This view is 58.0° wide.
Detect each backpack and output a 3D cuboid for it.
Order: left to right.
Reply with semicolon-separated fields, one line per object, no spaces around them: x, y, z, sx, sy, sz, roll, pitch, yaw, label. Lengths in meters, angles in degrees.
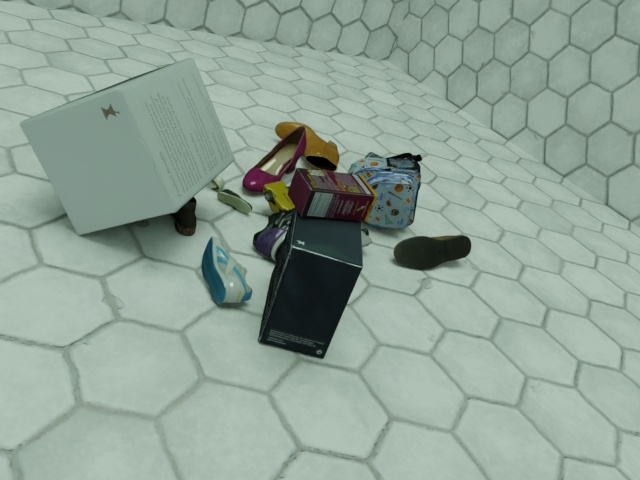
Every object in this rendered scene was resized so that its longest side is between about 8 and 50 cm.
0.214;-0.168;2.049;0.263;0.276;0.213;8;28;5;backpack

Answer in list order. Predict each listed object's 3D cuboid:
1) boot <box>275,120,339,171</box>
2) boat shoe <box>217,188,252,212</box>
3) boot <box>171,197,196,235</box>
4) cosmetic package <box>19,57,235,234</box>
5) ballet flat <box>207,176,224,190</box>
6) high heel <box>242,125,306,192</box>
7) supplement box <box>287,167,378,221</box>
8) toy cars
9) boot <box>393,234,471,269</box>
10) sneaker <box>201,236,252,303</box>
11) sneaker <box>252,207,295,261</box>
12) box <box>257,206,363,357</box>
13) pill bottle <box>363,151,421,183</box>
-0.058;-0.386;2.371;0.295;0.104;0.211;20;30;-7;boot
-0.274;-0.131;1.886;0.133;0.049;0.042;26;39;20;boat shoe
-0.415;-0.118;1.726;0.082;0.106;0.219;-4;38;-35;boot
-0.500;-0.266;1.582;0.327;0.329;0.393;-11;22;22;cosmetic package
-0.404;-0.214;1.942;0.168;0.057;0.052;20;40;1;ballet flat
-0.165;-0.301;2.091;0.127;0.181;0.377;24;30;8;high heel
0.029;-0.111;1.410;0.188;0.080;0.104;3;35;-28;supplement box
-0.019;-0.065;1.898;0.394;0.087;0.176;22;42;-4;toy cars
0.361;0.033;1.973;0.305;0.112;0.115;-5;7;-28;boot
-0.252;0.080;1.533;0.092;0.087;0.228;7;39;-34;sneaker
-0.092;-0.067;1.754;0.124;0.107;0.283;28;57;26;sneaker
-0.020;0.078;1.451;0.183;0.294;0.296;15;31;-7;box
0.278;-0.247;2.313;0.246;0.130;0.130;29;32;16;pill bottle
